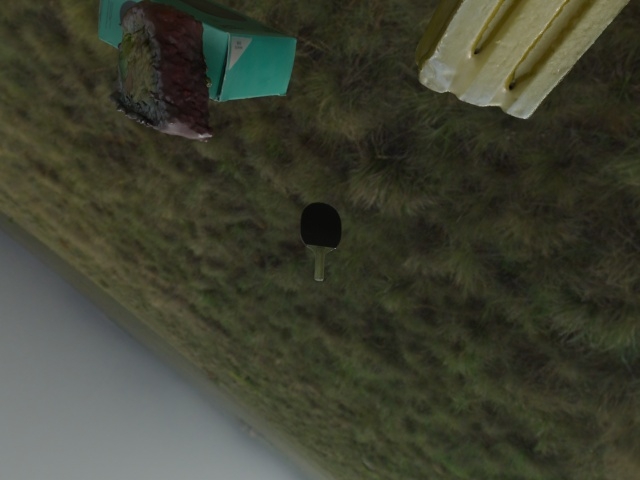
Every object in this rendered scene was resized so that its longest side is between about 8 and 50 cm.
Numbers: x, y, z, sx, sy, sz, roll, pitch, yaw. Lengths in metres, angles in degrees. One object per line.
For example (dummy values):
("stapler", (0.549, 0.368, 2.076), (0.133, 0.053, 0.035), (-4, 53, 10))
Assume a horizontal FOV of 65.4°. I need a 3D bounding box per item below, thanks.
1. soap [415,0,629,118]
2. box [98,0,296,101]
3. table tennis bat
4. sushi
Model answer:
("soap", (0.269, -0.315, 0.619), (0.199, 0.091, 0.315), (12, 143, -14))
("box", (-0.225, -0.375, 0.923), (0.311, 0.205, 0.118), (32, 123, 20))
("table tennis bat", (0.000, 0.000, 0.961), (0.087, 0.156, 0.013), (10, 163, -21))
("sushi", (-0.215, -0.246, 0.706), (0.108, 0.161, 0.241), (1, -156, -39))
